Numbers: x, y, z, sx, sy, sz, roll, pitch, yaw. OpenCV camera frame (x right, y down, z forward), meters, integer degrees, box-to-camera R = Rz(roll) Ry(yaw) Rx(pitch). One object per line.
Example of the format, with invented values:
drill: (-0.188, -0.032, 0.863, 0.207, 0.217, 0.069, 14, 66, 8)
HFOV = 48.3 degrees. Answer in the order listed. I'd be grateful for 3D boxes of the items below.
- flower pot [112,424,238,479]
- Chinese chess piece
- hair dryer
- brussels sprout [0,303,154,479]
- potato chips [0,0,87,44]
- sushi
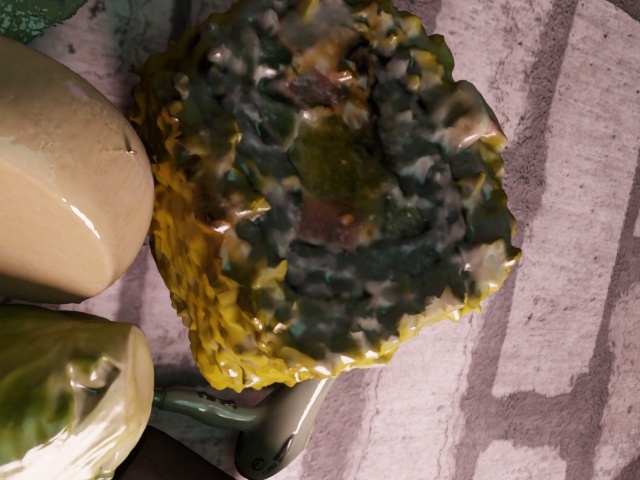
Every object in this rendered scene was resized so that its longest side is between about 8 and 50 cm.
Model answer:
flower pot: (-0.184, 0.355, 0.737, 0.379, 0.379, 0.251, -43, 100, -22)
Chinese chess piece: (-0.271, -0.051, 0.593, 0.273, 0.273, 0.102, 42, 48, -34)
hair dryer: (-0.070, 0.182, 0.868, 0.219, 0.088, 0.225, -39, 121, 11)
brussels sprout: (-0.280, 0.163, 0.649, 0.271, 0.219, 0.210, -20, 111, -2)
potato chips: (-0.277, -0.254, 0.639, 0.228, 0.059, 0.167, 1, 94, -62)
sushi: (-0.001, -0.062, 0.737, 0.351, 0.240, 0.396, -18, 79, -25)
